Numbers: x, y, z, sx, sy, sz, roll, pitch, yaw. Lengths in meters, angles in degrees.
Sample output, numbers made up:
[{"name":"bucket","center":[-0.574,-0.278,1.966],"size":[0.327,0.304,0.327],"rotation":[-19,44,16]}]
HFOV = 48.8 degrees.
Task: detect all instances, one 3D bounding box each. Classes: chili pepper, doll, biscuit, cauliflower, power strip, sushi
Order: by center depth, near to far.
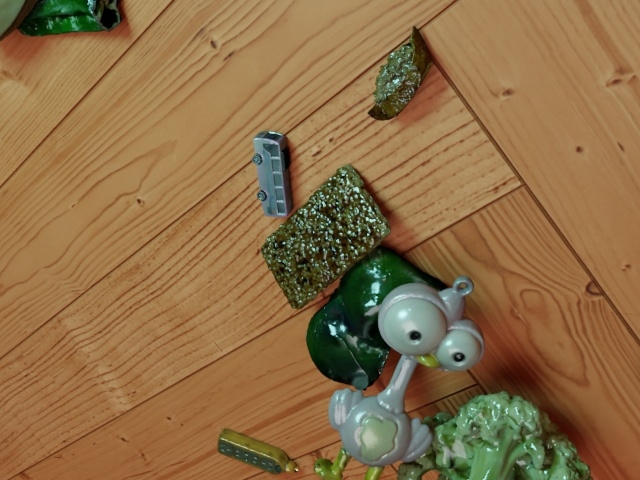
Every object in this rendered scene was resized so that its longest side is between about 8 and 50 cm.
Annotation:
[{"name":"sushi","center":[0.104,-0.216,0.926],"size":[0.055,0.052,0.120],"rotation":[27,128,-11]},{"name":"doll","center":[0.117,0.203,1.002],"size":[0.160,0.094,0.365],"rotation":[27,109,1]},{"name":"cauliflower","center":[0.235,0.353,1.048],"size":[0.260,0.281,0.327],"rotation":[43,140,42]},{"name":"chili pepper","center":[-0.406,-0.352,1.073],"size":[0.227,0.059,0.088],"rotation":[3,100,29]},{"name":"biscuit","center":[0.000,0.000,1.073],"size":[0.231,0.025,0.131],"rotation":[-44,70,34]},{"name":"chili pepper","center":[0.058,0.132,1.091],"size":[0.148,0.116,0.264],"rotation":[41,124,2]},{"name":"power strip","center":[-0.124,0.418,1.378],"size":[0.178,0.028,0.049],"rotation":[16,121,14]}]

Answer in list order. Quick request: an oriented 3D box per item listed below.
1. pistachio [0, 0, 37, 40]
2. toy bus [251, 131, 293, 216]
[{"name":"pistachio","center":[-0.491,-0.374,1.038],"size":[0.226,0.136,0.136],"rotation":[-36,99,11]},{"name":"toy bus","center":[-0.071,-0.099,1.070],"size":[0.052,0.037,0.130],"rotation":[5,119,19]}]
